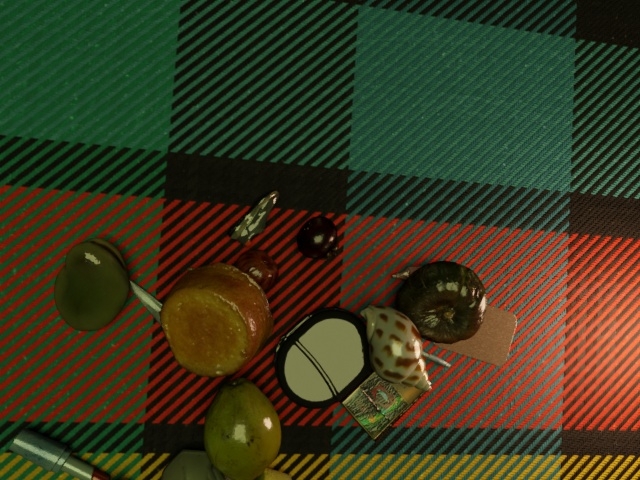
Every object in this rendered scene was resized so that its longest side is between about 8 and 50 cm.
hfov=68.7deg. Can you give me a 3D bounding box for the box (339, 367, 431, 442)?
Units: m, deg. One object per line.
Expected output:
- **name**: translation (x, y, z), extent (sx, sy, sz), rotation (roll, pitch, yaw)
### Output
- **box**: translation (0.191, 0.453, 1.401), extent (0.240, 0.071, 0.159), rotation (-42, 96, -9)

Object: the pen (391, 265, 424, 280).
- **pen**: translation (0.316, 0.104, 1.457), extent (0.197, 0.032, 0.053), rotation (-4, 88, -11)

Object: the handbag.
- **handbag**: translation (0.011, 0.337, 1.360), extent (0.308, 0.093, 0.254), rotation (-41, 90, -9)

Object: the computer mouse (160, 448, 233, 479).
- **computer mouse**: translation (-0.307, 0.784, 1.271), extent (0.228, 0.145, 0.430), rotation (-21, 91, -12)

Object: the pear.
- **pear**: translation (-0.214, 0.510, 1.266), extent (0.212, 0.212, 0.270), rotation (-5, 95, -9)

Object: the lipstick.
- **lipstick**: translation (-0.690, 0.595, 1.260), extent (0.274, 0.061, 0.068), rotation (34, 78, -11)

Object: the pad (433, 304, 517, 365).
- **pad**: translation (0.492, 0.284, 1.491), extent (0.265, 0.002, 0.176), rotation (19, 84, -8)

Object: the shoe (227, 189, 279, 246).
- **shoe**: translation (-0.182, -0.064, 1.371), extent (0.194, 0.074, 0.077), rotation (-46, 106, -6)

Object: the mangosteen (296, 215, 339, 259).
- **mangosteen**: translation (0.000, 0.000, 1.374), extent (0.139, 0.140, 0.140), rotation (0, 87, -9)

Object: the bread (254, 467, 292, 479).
- **bread**: translation (-0.144, 0.718, 1.322), extent (0.114, 0.111, 0.129), rotation (17, 89, -16)

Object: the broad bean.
- **broad bean**: translation (-0.614, 0.122, 1.265), extent (0.188, 0.121, 0.263), rotation (19, 109, -11)

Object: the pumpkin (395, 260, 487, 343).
- **pumpkin**: translation (0.355, 0.185, 1.356), extent (0.259, 0.189, 0.261), rotation (2, 113, 4)

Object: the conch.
- **conch**: translation (0.214, 0.303, 1.301), extent (0.148, 0.182, 0.275), rotation (-12, 104, 32)

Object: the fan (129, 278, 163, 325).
- **fan**: translation (-0.510, 0.145, 1.330), extent (0.057, 0.023, 0.282), rotation (-43, 96, -2)

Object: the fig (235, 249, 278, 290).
- **fig**: translation (-0.183, 0.102, 1.339), extent (0.128, 0.128, 0.151), rotation (3, 111, -9)

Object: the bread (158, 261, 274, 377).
- **bread**: translation (-0.276, 0.218, 1.253), extent (0.311, 0.172, 0.313), rotation (3, 109, 9)

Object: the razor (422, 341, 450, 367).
- **razor**: translation (0.344, 0.363, 1.449), extent (0.134, 0.040, 0.068), rotation (26, 84, -12)
